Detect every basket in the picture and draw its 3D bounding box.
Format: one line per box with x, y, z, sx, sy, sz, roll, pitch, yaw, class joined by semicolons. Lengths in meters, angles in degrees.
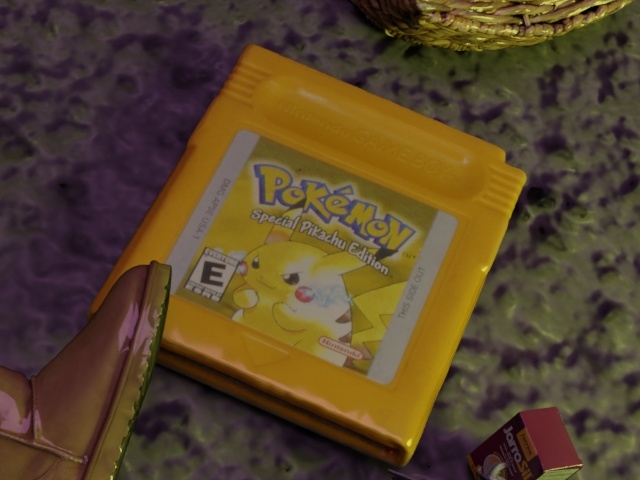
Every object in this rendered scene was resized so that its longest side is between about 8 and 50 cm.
0.168;-0.294;1.514;0.299;0.223;0.213;-14;97;-21;basket

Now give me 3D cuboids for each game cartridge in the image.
0.000;0.000;1.308;0.285;0.053;0.324;23;57;5;game cartridge

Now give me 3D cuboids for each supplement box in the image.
0.162;0.177;1.228;0.043;0.083;0.055;-2;57;-33;supplement box

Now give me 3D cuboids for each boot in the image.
-0.265;0.092;1.144;0.269;0.089;0.236;18;78;-3;boot

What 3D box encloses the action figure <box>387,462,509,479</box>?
0.062;0.259;1.127;0.185;0.099;0.285;15;46;41;action figure
